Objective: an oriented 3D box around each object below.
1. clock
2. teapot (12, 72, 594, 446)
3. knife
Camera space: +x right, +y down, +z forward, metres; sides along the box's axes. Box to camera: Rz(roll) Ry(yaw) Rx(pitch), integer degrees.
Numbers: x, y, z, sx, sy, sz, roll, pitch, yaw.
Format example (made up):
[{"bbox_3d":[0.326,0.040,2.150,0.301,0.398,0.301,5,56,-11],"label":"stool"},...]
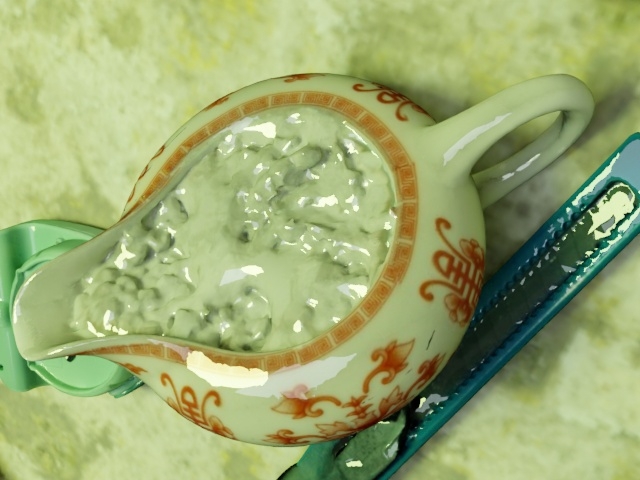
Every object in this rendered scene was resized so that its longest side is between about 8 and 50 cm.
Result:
[{"bbox_3d":[-0.129,0.042,0.508,0.135,0.041,0.101,4,106,28],"label":"clock"},{"bbox_3d":[0.000,0.000,0.383,0.245,0.116,0.159,-33,51,9],"label":"teapot"},{"bbox_3d":[0.055,0.061,0.423,0.044,0.026,0.296,51,122,21],"label":"knife"}]
